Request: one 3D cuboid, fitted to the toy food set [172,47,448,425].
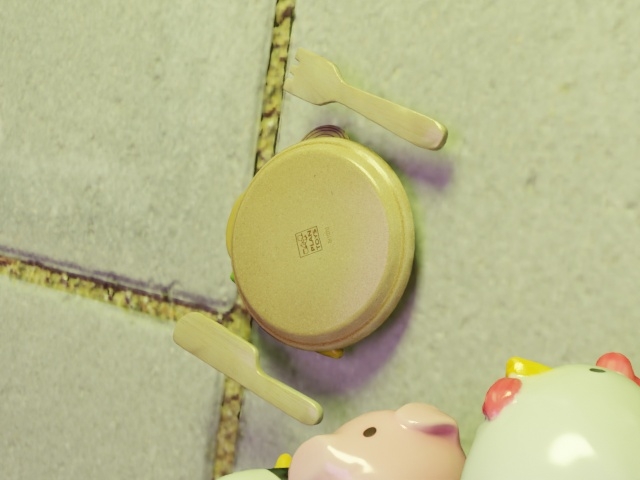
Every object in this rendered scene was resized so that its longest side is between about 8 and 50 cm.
[{"bbox_3d":[0.000,0.000,0.708,0.132,0.038,0.192,30,101,30],"label":"toy food set"}]

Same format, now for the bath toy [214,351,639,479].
[{"bbox_3d":[0.033,0.144,0.585,0.348,0.151,0.129,-37,20,44],"label":"bath toy"}]
